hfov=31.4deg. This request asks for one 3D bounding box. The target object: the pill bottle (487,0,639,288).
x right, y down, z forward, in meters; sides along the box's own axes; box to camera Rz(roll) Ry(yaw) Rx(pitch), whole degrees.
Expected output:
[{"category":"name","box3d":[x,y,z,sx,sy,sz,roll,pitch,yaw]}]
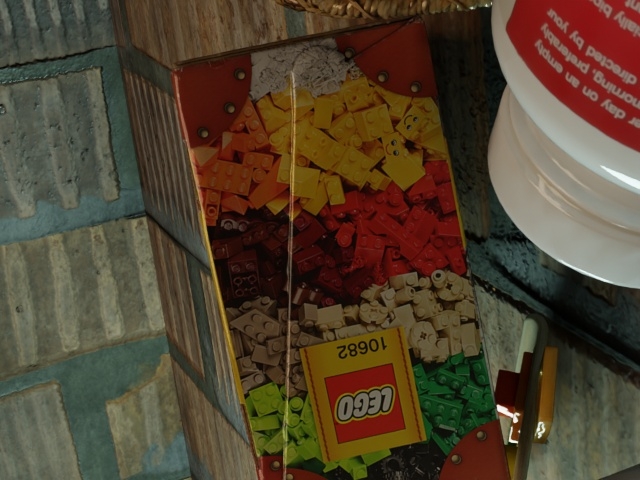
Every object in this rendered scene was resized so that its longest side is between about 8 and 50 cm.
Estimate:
[{"category":"pill bottle","box3d":[0.216,-0.162,0.556,0.407,0.229,0.229,103,146,-51]}]

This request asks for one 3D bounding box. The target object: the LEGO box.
[{"category":"LEGO box","box3d":[0.000,0.000,1.077,0.500,0.193,0.372,-119,17,-80]}]

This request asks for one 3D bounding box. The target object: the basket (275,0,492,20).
[{"category":"basket","box3d":[0.038,-0.333,0.917,0.223,0.213,0.299,-146,45,-61]}]

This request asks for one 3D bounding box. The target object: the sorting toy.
[{"category":"sorting toy","box3d":[0.168,0.189,1.021,0.347,0.047,0.196,87,-168,-51]}]

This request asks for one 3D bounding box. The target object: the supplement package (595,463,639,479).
[{"category":"supplement package","box3d":[0.278,0.295,0.844,0.139,0.134,0.244,150,104,-68]}]
